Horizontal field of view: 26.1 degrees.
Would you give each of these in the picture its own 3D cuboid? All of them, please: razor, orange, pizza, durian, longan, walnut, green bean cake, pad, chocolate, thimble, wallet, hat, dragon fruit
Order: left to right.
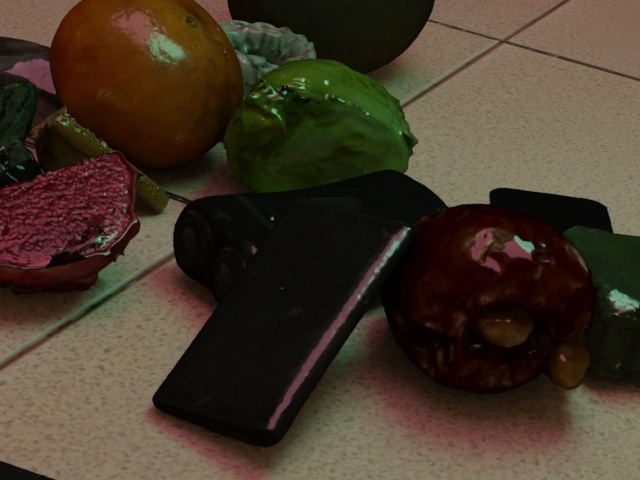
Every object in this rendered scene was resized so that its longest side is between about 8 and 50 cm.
[{"bbox_3d":[-0.420,-0.070,1.734,0.128,0.265,0.265,46,35,2],"label":"hat"},{"bbox_3d":[-0.448,-0.245,2.077,0.254,0.080,0.157,13,54,11],"label":"chocolate"},{"bbox_3d":[-0.321,0.014,1.648,0.274,0.126,0.161,-22,48,-28],"label":"dragon fruit"},{"bbox_3d":[-0.312,-0.094,1.879,0.204,0.080,0.188,39,-12,-22],"label":"pizza"},{"bbox_3d":[-0.246,-0.239,1.972,0.284,0.226,0.284,32,32,-23],"label":"orange"},{"bbox_3d":[-0.102,-0.243,2.150,0.185,0.149,0.211,2,29,-16],"label":"thimble"},{"bbox_3d":[-0.034,0.083,1.514,0.170,0.044,0.321,11,50,33],"label":"wallet"},{"bbox_3d":[-0.001,0.002,1.742,0.349,0.113,0.204,-10,35,-33],"label":"razor"},{"bbox_3d":[0.002,-0.152,1.974,0.255,0.204,0.340,21,18,-3],"label":"durian"},{"bbox_3d":[0.020,-0.444,2.371,0.361,0.361,0.361,6,27,-3],"label":"longan"},{"bbox_3d":[0.202,0.064,1.588,0.244,0.222,0.269,25,16,-20],"label":"walnut"},{"bbox_3d":[0.332,-0.010,1.967,0.181,0.004,0.267,8,28,1],"label":"pad"},{"bbox_3d":[0.408,0.082,1.683,0.227,0.125,0.222,3,25,-12],"label":"green bean cake"}]

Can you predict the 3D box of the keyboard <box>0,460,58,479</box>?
[{"bbox_3d":[-0.190,0.270,1.278,0.381,0.041,0.103,10,28,19],"label":"keyboard"}]
